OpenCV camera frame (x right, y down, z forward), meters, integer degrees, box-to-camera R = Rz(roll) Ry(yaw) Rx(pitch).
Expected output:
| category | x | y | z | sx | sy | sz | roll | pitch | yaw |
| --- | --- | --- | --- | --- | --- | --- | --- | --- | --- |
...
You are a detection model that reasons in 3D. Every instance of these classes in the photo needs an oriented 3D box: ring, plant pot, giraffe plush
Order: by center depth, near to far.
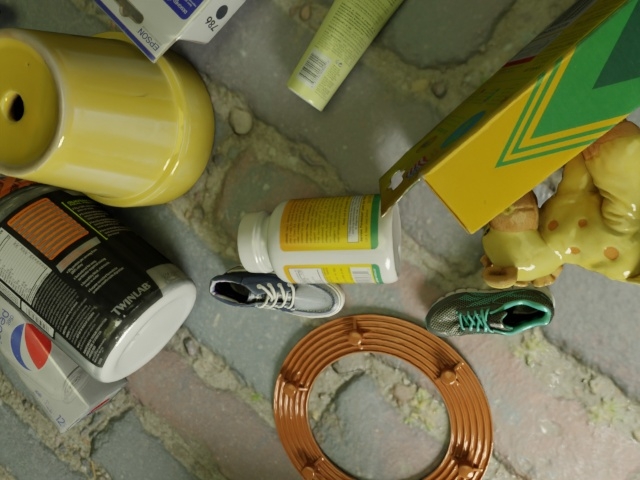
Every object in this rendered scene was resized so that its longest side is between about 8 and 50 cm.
| category | x | y | z | sx | sy | sz | roll | pitch | yaw |
| --- | --- | --- | --- | --- | --- | --- | --- | --- | --- |
| giraffe plush | 0.263 | -0.017 | 0.481 | 0.170 | 0.181 | 0.210 | -13 | 77 | 29 |
| plant pot | -0.315 | -0.168 | 0.587 | 0.253 | 0.239 | 0.254 | 3 | 99 | 17 |
| ring | 0.082 | 0.277 | 0.642 | 0.336 | 0.032 | 0.337 | 2 | 98 | 17 |

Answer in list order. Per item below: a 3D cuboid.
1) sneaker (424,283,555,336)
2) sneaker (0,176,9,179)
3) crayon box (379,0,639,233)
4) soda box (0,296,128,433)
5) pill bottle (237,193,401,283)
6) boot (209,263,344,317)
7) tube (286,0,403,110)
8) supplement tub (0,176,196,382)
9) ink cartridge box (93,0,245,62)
| category | x | y | z | sx | sy | sz | roll | pitch | yaw |
| --- | --- | --- | --- | --- | --- | --- | --- | --- | --- |
| sneaker | 0.216 | 0.094 | 0.551 | 0.166 | 0.076 | 0.065 | -17 | 92 | 18 |
| sneaker | -0.543 | -0.049 | 0.751 | 0.058 | 0.084 | 0.152 | -38 | 86 | 18 |
| crayon box | 0.204 | -0.128 | 0.453 | 0.318 | 0.202 | 0.081 | -41 | 99 | 19 |
| soda box | -0.483 | 0.186 | 0.761 | 0.091 | 0.098 | 0.286 | -41 | 85 | 17 |
| pill bottle | 0.000 | 0.000 | 0.580 | 0.208 | 0.117 | 0.118 | -2 | 97 | 17 |
| boot | -0.064 | 0.082 | 0.627 | 0.189 | 0.086 | 0.069 | 8 | 100 | 15 |
| tube | 0.045 | -0.287 | 0.559 | 0.062 | 0.070 | 0.240 | 44 | 107 | 29 |
| supplement tub | -0.368 | 0.047 | 0.656 | 0.316 | 0.193 | 0.194 | 37 | 106 | 9 |
| ink cartridge box | -0.151 | -0.401 | 0.569 | 0.332 | 0.065 | 0.165 | -43 | 85 | 6 |
